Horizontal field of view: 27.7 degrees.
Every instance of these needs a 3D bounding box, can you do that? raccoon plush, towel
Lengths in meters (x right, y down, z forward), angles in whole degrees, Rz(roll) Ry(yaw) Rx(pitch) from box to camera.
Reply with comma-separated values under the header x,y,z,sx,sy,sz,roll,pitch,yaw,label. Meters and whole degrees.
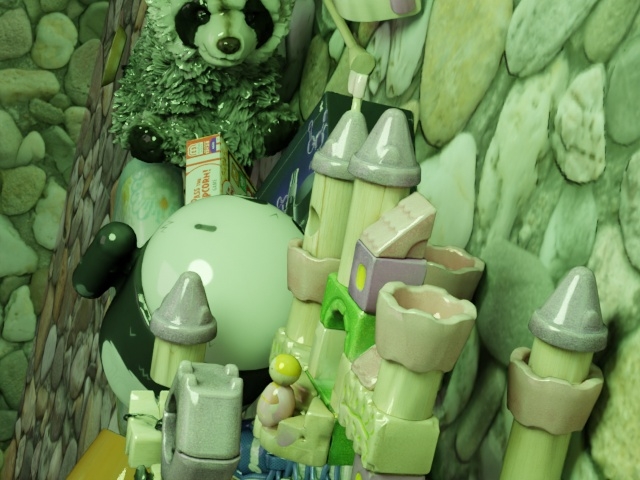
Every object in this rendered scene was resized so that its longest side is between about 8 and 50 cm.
x,y,z,sx,sy,sz,roll,pitch,yaw,label
-0.179,-0.282,1.616,0.446,0.216,0.299,39,132,48,raccoon plush
-0.241,0.091,1.835,0.374,0.090,0.320,118,147,-63,towel

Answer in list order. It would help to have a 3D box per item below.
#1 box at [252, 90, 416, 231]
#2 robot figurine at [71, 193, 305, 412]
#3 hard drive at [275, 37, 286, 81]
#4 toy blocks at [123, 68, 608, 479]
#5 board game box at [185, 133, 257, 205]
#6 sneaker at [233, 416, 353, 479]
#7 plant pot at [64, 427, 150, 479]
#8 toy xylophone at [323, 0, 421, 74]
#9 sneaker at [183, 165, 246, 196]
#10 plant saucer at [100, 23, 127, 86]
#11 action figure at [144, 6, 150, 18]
x,y,z,sx,sy,sz,roll,pitch,yaw,label
0.000,0.000,1.325,0.261,0.103,0.184,129,149,-52,box
-0.104,0.071,1.200,0.278,0.209,0.173,-51,54,53,robot figurine
-0.114,-0.323,1.880,0.233,0.047,0.353,125,149,-48,hard drive
0.022,0.030,0.935,0.288,0.309,0.260,-128,46,-64,toy blocks
-0.100,-0.010,1.514,0.193,0.045,0.147,59,-156,-53,board game box
-0.011,0.216,1.193,0.296,0.131,0.112,162,119,-66,sneaker
-0.278,0.367,1.773,0.188,0.205,0.205,-66,18,-10,plant pot
0.027,-0.331,1.397,0.236,0.081,0.323,74,179,-49,toy xylophone
-0.151,-0.067,1.803,0.063,0.073,0.162,-111,37,-57,sneaker
-0.258,-0.231,1.629,0.083,0.015,0.083,-164,90,-80,plant saucer
-0.213,-0.332,1.952,0.185,0.099,0.285,-126,45,-53,action figure
